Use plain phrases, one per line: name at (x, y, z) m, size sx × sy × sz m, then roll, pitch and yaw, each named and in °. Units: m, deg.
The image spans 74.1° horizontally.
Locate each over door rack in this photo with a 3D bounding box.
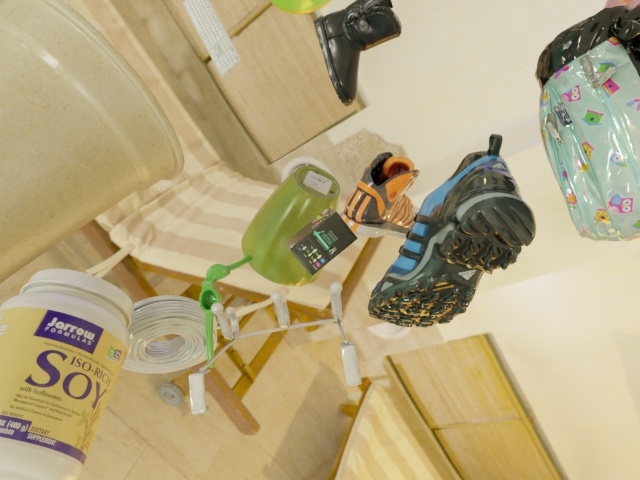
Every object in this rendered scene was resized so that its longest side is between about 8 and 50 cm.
over door rack at (-0.070, 0.150, 0.726) m, size 0.324 × 0.240 × 0.108 m, roll -108°, pitch -173°, yaw -82°

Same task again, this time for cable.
cable at (-0.392, 0.245, 1.074) m, size 0.257 × 0.257 × 0.089 m, roll 40°, pitch 18°, yaw -45°

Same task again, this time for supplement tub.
supplement tub at (-0.495, 0.243, 0.761) m, size 0.241 × 0.241 × 0.331 m, roll 41°, pitch 39°, yaw -35°

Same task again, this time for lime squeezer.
lime squeezer at (-0.237, 0.127, 0.980) m, size 0.110 × 0.059 × 0.310 m, roll 76°, pitch 19°, yaw -46°

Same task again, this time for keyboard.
keyboard at (-0.291, -0.559, 1.129) m, size 0.256 × 0.072 × 0.014 m, roll 62°, pitch 18°, yaw 11°

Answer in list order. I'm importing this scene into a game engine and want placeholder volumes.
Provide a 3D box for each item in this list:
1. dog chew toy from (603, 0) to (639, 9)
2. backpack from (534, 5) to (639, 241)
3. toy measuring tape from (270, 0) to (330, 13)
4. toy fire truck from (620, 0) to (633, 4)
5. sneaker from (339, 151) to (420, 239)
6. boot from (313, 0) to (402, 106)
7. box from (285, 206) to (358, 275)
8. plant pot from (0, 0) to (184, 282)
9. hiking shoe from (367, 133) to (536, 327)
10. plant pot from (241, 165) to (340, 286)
dog chew toy at (0.508, -0.330, 0.594) m, size 0.332 × 0.207 × 0.206 m, roll -27°, pitch 93°, yaw -32°
backpack at (0.266, -0.091, 0.379) m, size 0.152 × 0.115 × 0.182 m, roll -7°, pitch 79°, yaw -42°
toy measuring tape at (0.034, -0.380, 0.563) m, size 0.121 × 0.330 × 0.121 m, roll -13°, pitch 90°, yaw -88°
toy fire truck at (0.296, -0.286, 0.358) m, size 0.047 × 0.135 × 0.192 m, roll -13°, pitch 74°, yaw -42°
sneaker at (0.188, -0.104, 1.005) m, size 0.124 × 0.180 × 0.321 m, roll 37°, pitch 25°, yaw 27°
boot at (0.114, -0.501, 1.106) m, size 0.246 × 0.207 × 0.094 m, roll 70°, pitch 23°, yaw -14°
box at (0.000, 0.000, 0.602) m, size 0.052 × 0.083 × 0.062 m, roll 50°, pitch -1°, yaw -14°
plant pot at (-0.425, -0.116, 0.594) m, size 0.334 × 0.334 × 0.305 m, roll 50°, pitch 62°, yaw -26°
hiking shoe at (0.160, 0.015, 0.562) m, size 0.113 × 0.304 × 0.132 m, roll 21°, pitch 51°, yaw -11°
plant pot at (-0.062, -0.063, 1.236) m, size 0.275 × 0.293 × 0.274 m, roll 15°, pitch 43°, yaw -14°
